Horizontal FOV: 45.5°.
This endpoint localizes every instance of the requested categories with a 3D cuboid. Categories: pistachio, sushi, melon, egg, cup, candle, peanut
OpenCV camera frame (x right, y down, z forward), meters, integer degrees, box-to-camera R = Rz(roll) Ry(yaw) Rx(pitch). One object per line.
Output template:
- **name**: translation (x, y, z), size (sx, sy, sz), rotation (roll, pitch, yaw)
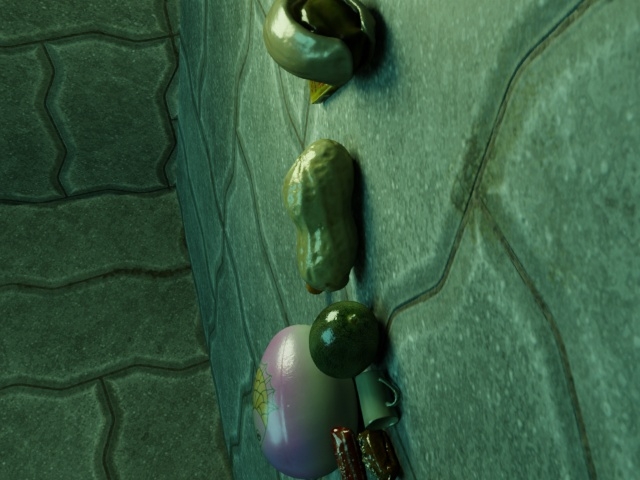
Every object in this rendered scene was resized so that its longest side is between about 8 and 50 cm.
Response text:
- **pistachio**: translation (-0.004, -0.305, 1.143), size (0.153, 0.137, 0.238), rotation (53, 169, -27)
- **sushi**: translation (0.094, 0.348, 1.237), size (0.055, 0.052, 0.120), rotation (-64, 36, 36)
- **melon**: translation (0.038, 0.159, 1.227), size (0.167, 0.114, 0.114), rotation (105, 153, -57)
- **egg**: translation (-0.027, 0.290, 1.379), size (0.196, 0.196, 0.271), rotation (113, 161, -60)
- **cup**: translation (0.089, 0.246, 1.199), size (0.075, 0.054, 0.083), rotation (105, 155, -55)
- **candle**: translation (0.076, 0.467, 1.285), size (0.048, 0.051, 0.329), rotation (-104, 0, -83)
- **peanut**: translation (0.000, -0.039, 1.263), size (0.123, 0.123, 0.257), rotation (-151, 58, -70)

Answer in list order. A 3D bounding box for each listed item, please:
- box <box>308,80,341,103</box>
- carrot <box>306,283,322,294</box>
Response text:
- **box**: translation (0.009, -0.293, 1.302), size (0.156, 0.022, 0.089), rotation (160, 101, -73)
- **carrot**: translation (0.000, 0.000, 1.424), size (0.043, 0.043, 0.248), rotation (-120, 29, -53)
